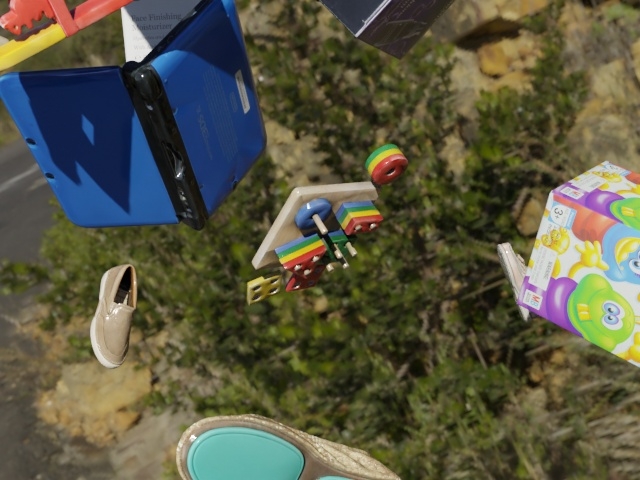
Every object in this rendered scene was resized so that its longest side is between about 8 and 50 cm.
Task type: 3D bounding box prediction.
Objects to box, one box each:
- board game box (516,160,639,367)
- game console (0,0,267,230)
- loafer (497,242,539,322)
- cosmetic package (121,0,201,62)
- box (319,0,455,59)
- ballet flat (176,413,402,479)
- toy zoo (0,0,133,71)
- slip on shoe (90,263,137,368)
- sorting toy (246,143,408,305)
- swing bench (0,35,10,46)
[{"bbox_3d":[0.369,0.047,0.950,0.275,0.144,0.142,28,34,31],"label":"board game box"},{"bbox_3d":[-0.220,-0.158,1.176,0.173,0.293,0.250,25,62,22],"label":"game console"},{"bbox_3d":[0.292,0.057,1.341,0.039,0.125,0.045,-22,13,0],"label":"loafer"},{"bbox_3d":[-0.224,-0.355,1.404,0.151,0.184,0.151,-6,12,-8],"label":"cosmetic package"},{"bbox_3d":[0.090,-0.329,1.164,0.153,0.108,0.207,-47,-13,17],"label":"box"},{"bbox_3d":[-0.026,0.166,0.672,0.073,0.206,0.067,-57,33,3],"label":"ballet flat"},{"bbox_3d":[-0.273,-0.281,0.865,0.293,0.192,0.030,-34,40,-18],"label":"toy zoo"},{"bbox_3d":[-0.253,0.093,1.164,0.041,0.051,0.135,-26,49,36],"label":"slip on shoe"},{"bbox_3d":[0.000,0.000,1.118,0.132,0.046,0.274,-7,-37,-39],"label":"sorting toy"},{"bbox_3d":[-0.539,-0.175,1.067,0.254,0.253,0.165,12,20,-45],"label":"swing bench"}]
